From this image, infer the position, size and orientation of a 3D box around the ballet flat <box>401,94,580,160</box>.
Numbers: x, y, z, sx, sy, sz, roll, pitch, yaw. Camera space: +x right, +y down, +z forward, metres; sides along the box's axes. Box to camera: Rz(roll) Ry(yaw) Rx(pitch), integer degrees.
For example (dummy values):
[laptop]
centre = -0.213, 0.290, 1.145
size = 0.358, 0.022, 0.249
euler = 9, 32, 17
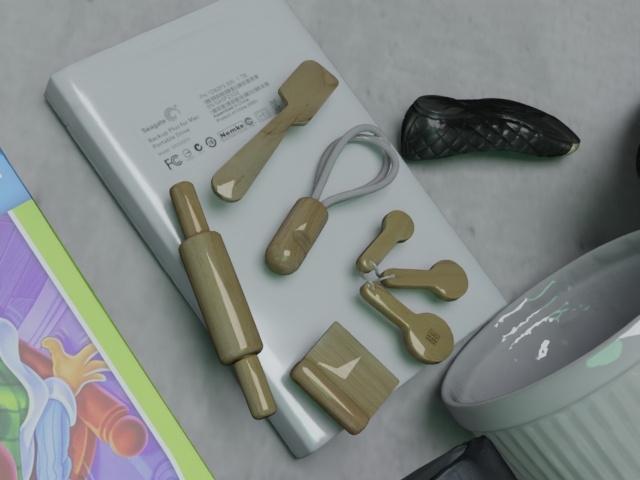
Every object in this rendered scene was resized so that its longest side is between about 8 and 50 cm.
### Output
[ballet flat]
centre = 0.139, -0.087, 0.887
size = 0.173, 0.049, 0.057
euler = 3, 34, -28

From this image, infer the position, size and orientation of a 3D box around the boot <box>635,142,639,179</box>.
[boot]
centre = 0.388, -0.011, 0.898
size = 0.284, 0.138, 0.377
euler = 60, 30, -10

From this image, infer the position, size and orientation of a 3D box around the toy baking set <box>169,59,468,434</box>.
[toy baking set]
centre = -0.005, 0.003, 0.737
size = 0.197, 0.030, 0.256
euler = -19, 77, -33

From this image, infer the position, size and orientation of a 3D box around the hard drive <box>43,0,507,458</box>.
[hard drive]
centre = -0.027, -0.027, 0.778
size = 0.203, 0.040, 0.307
euler = -32, 84, -32

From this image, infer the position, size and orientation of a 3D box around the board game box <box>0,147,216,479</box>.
[board game box]
centre = -0.208, 0.147, 0.378
size = 0.347, 0.078, 0.233
euler = -33, 88, -26

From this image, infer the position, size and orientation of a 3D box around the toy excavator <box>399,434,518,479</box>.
[toy excavator]
centre = -0.085, 0.318, 0.472
size = 0.222, 0.433, 0.445
euler = 58, 30, 7

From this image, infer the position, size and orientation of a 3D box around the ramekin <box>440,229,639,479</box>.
[ramekin]
centre = 0.196, 0.090, 0.737
size = 0.207, 0.207, 0.109
euler = -40, 97, -32
